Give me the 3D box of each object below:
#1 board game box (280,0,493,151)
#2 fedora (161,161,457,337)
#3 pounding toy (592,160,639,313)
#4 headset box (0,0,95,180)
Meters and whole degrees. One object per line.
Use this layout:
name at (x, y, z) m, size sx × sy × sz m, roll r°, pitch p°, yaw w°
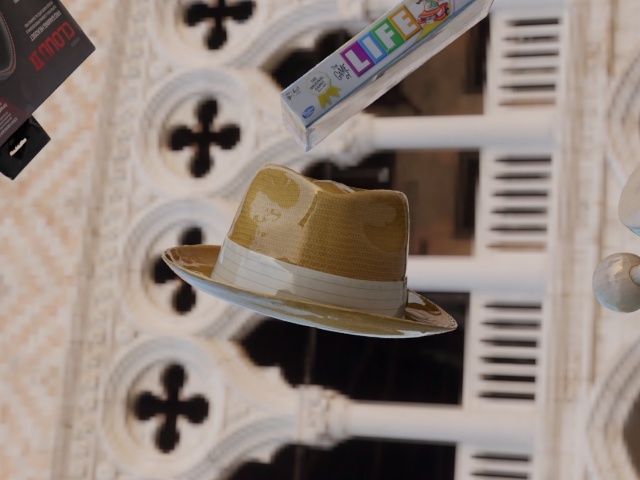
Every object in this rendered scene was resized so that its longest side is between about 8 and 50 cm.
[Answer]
board game box at (0.043, -0.118, 0.902) m, size 0.026 × 0.154 × 0.103 m, roll 52°, pitch 176°, yaw 4°
fedora at (0.000, 0.000, 0.850) m, size 0.194 × 0.194 × 0.079 m, roll -4°, pitch -72°, yaw -68°
pounding toy at (0.351, -0.026, 1.231) m, size 0.110 × 0.183 × 0.237 m, roll 42°, pitch -123°, yaw -12°
headset box at (-0.314, -0.173, 1.084) m, size 0.293 × 0.110 × 0.218 m, roll 54°, pitch -151°, yaw -16°
